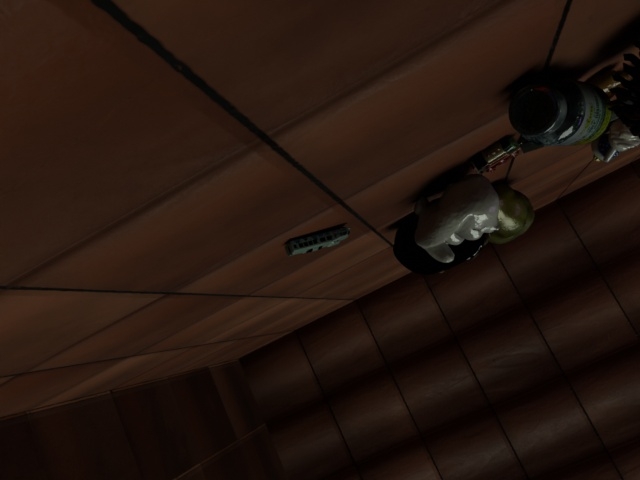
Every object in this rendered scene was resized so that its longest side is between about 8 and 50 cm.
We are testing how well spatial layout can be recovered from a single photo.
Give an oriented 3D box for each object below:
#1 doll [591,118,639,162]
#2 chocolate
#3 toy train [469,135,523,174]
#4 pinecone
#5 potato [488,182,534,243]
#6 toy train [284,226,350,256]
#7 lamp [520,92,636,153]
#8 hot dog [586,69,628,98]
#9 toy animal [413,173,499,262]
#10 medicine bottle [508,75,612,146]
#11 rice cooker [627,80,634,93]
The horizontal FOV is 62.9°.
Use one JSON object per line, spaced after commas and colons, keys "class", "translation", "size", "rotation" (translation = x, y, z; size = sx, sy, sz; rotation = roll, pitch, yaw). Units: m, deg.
{"class": "doll", "translation": [1.067, -0.361, 1.888], "size": [0.293, 0.119, 0.138], "rotation": [55, 57, -78]}
{"class": "chocolate", "translation": [0.427, -0.018, 1.822], "size": [0.340, 0.225, 0.210], "rotation": [-30, 175, 17]}
{"class": "toy train", "translation": [0.477, -0.232, 1.420], "size": [0.138, 0.050, 0.087], "rotation": [-34, 161, 33]}
{"class": "pinecone", "translation": [0.714, -0.332, 1.028], "size": [0.246, 0.246, 0.292], "rotation": [-16, 127, -35]}
{"class": "potato", "translation": [0.689, -0.109, 2.014], "size": [0.218, 0.202, 0.351], "rotation": [-20, 158, 30]}
{"class": "toy train", "translation": [0.000, 0.000, 1.441], "size": [0.207, 0.047, 0.043], "rotation": [-16, 165, -33]}
{"class": "lamp", "translation": [0.702, -0.315, 1.385], "size": [0.269, 0.047, 0.266], "rotation": [-25, -178, -9]}
{"class": "hot dog", "translation": [0.668, -0.360, 1.263], "size": [0.090, 0.060, 0.140], "rotation": [-18, 159, -15]}
{"class": "toy animal", "translation": [0.403, -0.082, 1.521], "size": [0.272, 0.206, 0.265], "rotation": [-47, -178, -18]}
{"class": "medicine bottle", "translation": [0.504, -0.271, 1.108], "size": [0.293, 0.141, 0.141], "rotation": [-11, 161, -46]}
{"class": "rice cooker", "translation": [0.922, -0.412, 1.429], "size": [0.165, 0.106, 0.112], "rotation": [-21, 167, -4]}
